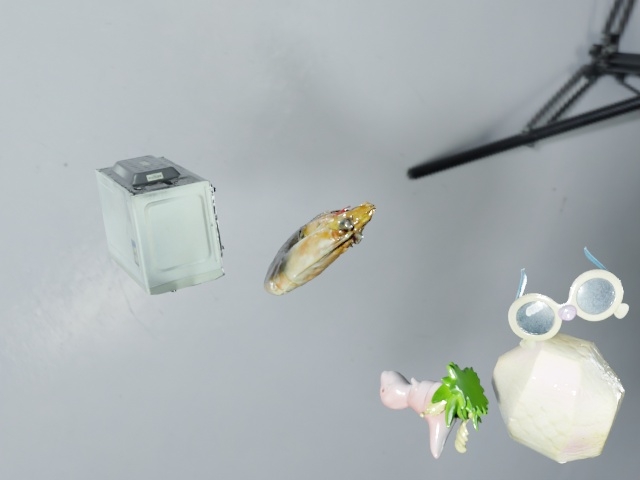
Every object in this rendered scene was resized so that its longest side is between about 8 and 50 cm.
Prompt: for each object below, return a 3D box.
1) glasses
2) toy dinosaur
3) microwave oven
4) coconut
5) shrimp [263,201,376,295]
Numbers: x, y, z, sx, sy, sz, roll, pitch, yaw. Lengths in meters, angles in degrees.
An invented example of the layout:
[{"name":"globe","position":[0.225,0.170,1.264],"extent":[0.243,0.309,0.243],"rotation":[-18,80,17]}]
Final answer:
[{"name":"glasses","position":[0.399,0.067,1.687],"extent":[0.190,0.220,0.088],"rotation":[-22,116,14]},{"name":"toy dinosaur","position":[0.191,0.297,1.796],"extent":[0.177,0.194,0.152],"rotation":[-33,159,26]},{"name":"microwave oven","position":[-0.227,-0.029,1.427],"extent":[0.129,0.205,0.163],"rotation":[-13,111,-24]},{"name":"coconut","position":[0.451,0.295,1.924],"extent":[0.259,0.259,0.259],"rotation":[-6,105,-24]},{"name":"shrimp","position":[-0.001,-0.001,1.624],"extent":[0.062,0.294,0.154],"rotation":[39,50,-21]}]
